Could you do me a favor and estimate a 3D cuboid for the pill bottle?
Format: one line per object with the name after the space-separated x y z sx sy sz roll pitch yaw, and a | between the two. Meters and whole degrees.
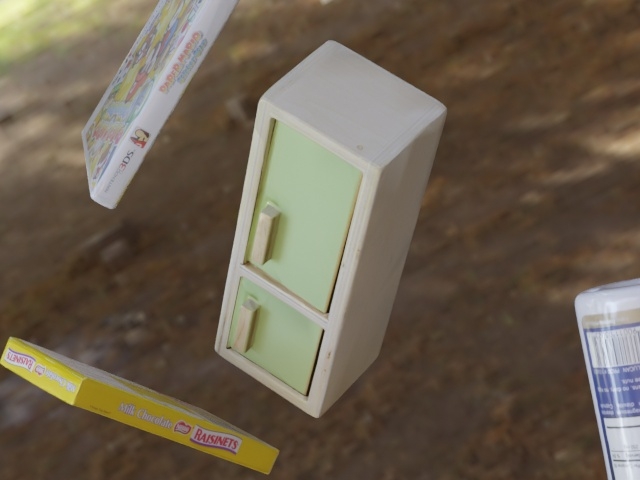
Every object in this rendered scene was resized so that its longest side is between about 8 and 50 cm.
0.202 0.104 1.014 0.094 0.169 0.094 -11 0 0 | pill bottle

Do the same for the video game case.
-0.133 -0.144 1.492 0.206 0.026 0.227 -58 17 9 | video game case

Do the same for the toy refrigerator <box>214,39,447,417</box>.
0.000 0.000 1.308 0.094 0.102 0.269 -44 -22 -38 | toy refrigerator

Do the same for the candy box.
-0.135 0.126 1.381 0.105 0.206 0.027 18 83 47 | candy box
